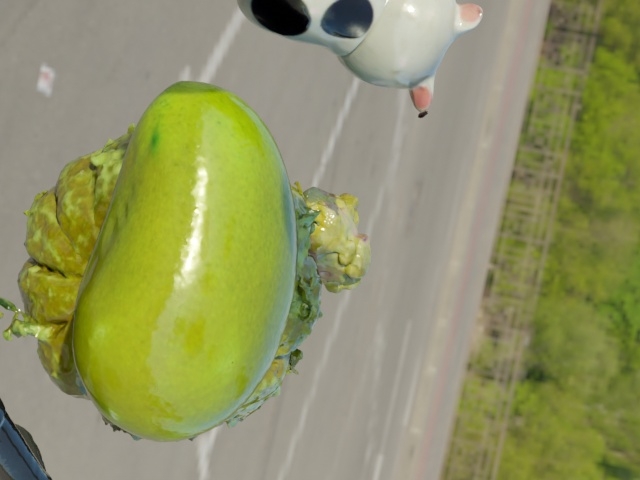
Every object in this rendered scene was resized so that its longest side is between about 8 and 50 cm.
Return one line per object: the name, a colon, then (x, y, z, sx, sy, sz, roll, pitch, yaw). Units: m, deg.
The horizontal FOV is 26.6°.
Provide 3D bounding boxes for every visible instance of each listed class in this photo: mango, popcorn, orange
mango: (-0.094, 0.023, 1.052, 0.185, 0.149, 0.273, 28, 77, -61)
popcorn: (-0.001, 0.000, 1.379, 0.109, 0.096, 0.089, 56, 21, -46)
orange: (-0.137, 0.027, 1.280, 0.301, 0.300, 0.223, -61, 166, 17)

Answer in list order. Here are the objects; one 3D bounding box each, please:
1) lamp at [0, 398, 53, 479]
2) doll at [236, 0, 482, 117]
lamp: (-0.410, 0.093, 1.129, 0.205, 0.272, 0.374, 74, -10, -52)
doll: (0.024, -0.188, 1.058, 0.110, 0.180, 0.107, -55, -155, 25)
